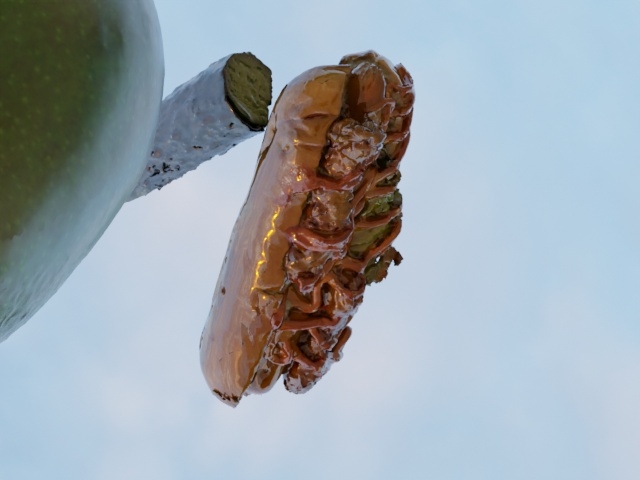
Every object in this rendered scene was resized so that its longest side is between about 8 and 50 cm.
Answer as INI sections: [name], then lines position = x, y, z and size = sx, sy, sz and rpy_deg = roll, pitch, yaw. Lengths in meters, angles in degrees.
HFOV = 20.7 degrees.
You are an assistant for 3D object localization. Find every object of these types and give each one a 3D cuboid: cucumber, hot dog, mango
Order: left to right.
[mango]
position = -0.181, -0.041, 0.691
size = 0.201, 0.225, 0.382
rpy_deg = 64, -163, -16
[cucumber]
position = -0.134, -0.103, 1.585
size = 0.062, 0.211, 0.078
rpy_deg = 29, -126, -35
[hot dog]
position = 0.000, 0.000, 1.540
size = 0.158, 0.117, 0.349
rpy_deg = -21, -42, -52
